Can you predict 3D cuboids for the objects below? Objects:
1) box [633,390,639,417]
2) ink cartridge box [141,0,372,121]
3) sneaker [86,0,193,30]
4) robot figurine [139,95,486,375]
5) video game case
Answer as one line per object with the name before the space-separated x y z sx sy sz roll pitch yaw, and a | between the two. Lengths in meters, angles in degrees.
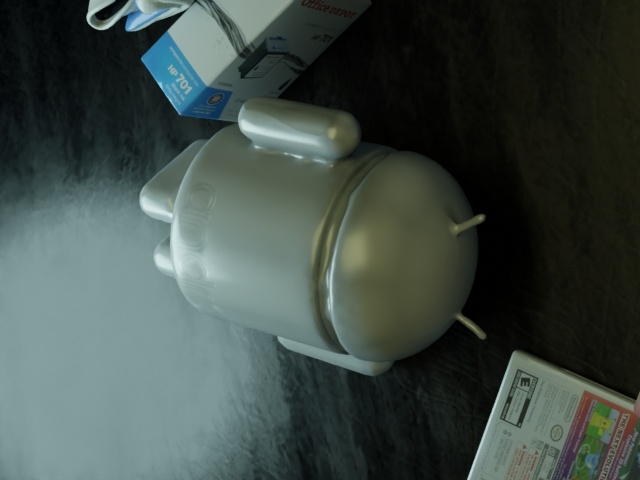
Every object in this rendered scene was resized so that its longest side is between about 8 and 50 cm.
box | 0.368 0.074 1.235 0.148 0.127 0.232 36 140 27
ink cartridge box | -0.063 -0.211 1.546 0.190 0.139 0.082 -41 71 24
sneaker | -0.188 -0.328 1.551 0.236 0.130 0.323 -54 38 -4
robot figurine | 0.000 0.000 1.470 0.353 0.200 0.300 13 134 31
video game case | 0.228 0.228 1.433 0.183 0.023 0.201 24 100 29
